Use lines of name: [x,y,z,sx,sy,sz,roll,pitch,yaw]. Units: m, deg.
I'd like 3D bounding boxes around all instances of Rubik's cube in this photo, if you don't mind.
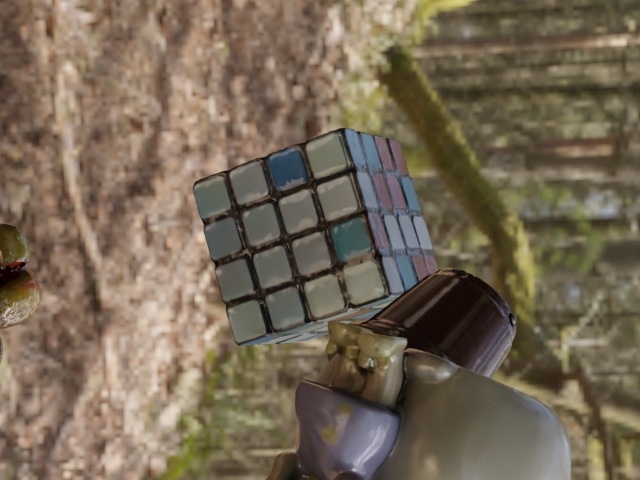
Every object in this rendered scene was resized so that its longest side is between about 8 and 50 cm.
Rubik's cube: [0.000,0.000,1.280,0.151,0.154,0.155,0,71,-68]

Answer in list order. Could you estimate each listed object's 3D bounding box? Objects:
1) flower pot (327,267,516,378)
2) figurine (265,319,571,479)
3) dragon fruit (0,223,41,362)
flower pot: [0.073,0.070,0.932,0.089,0.111,0.111,-46,142,-29]
figurine: [0.017,0.166,0.628,0.155,0.127,0.236,36,72,-58]
dragon fruit: [-0.400,0.104,1.243,0.227,0.307,0.243,150,-58,-76]
